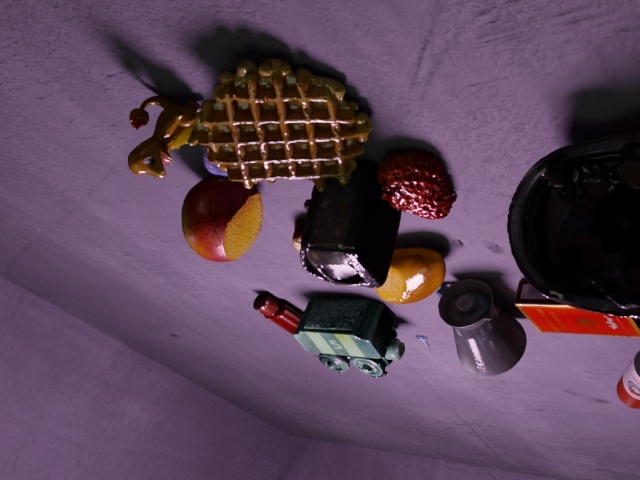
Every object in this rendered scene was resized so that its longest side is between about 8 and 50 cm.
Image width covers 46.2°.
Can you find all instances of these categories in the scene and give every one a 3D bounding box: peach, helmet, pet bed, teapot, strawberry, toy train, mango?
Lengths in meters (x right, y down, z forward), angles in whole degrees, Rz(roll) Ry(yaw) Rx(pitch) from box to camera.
[{"bbox_3d":[-0.202,-0.048,1.614,0.192,0.190,0.190,-7,145,42],"label":"peach"},{"bbox_3d":[0.467,-0.020,1.136,0.338,0.271,0.197,-3,179,30],"label":"helmet"},{"bbox_3d":[0.043,-0.026,1.445,0.159,0.211,0.183,1,153,30],"label":"pet bed"},{"bbox_3d":[0.368,0.196,1.776,0.203,0.171,0.225,38,169,48],"label":"teapot"},{"bbox_3d":[0.182,-0.089,1.376,0.121,0.082,0.188,-9,141,41],"label":"strawberry"},{"bbox_3d":[0.083,0.264,2.117,0.299,0.167,0.238,-1,139,34],"label":"toy train"},{"bbox_3d":[0.202,0.068,1.676,0.141,0.102,0.217,46,149,-3],"label":"mango"}]

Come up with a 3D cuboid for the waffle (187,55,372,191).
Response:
[{"bbox_3d":[-0.069,-0.182,1.294,0.300,0.058,0.282,15,138,-11],"label":"waffle"}]

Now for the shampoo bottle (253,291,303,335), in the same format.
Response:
[{"bbox_3d":[-0.094,0.243,2.294,0.102,0.064,0.260,-4,147,47],"label":"shampoo bottle"}]

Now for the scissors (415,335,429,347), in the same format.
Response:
[{"bbox_3d":[0.305,0.297,2.195,0.036,0.006,0.083,1,151,31],"label":"scissors"}]

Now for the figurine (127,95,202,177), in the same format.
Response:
[{"bbox_3d":[-0.304,-0.198,1.387,0.122,0.176,0.121,32,153,-1],"label":"figurine"}]

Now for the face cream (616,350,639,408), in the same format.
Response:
[{"bbox_3d":[0.789,0.337,1.824,0.095,0.096,0.214,12,155,15],"label":"face cream"}]

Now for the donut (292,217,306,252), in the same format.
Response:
[{"bbox_3d":[0.000,0.000,1.724,0.140,0.059,0.140,16,153,8],"label":"donut"}]

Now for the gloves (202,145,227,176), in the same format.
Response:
[{"bbox_3d":[-0.180,-0.179,1.446,0.119,0.097,0.229,47,163,10],"label":"gloves"}]

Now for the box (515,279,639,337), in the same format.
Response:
[{"bbox_3d":[0.562,0.145,1.615,0.239,0.074,0.153,-2,145,40],"label":"box"}]
